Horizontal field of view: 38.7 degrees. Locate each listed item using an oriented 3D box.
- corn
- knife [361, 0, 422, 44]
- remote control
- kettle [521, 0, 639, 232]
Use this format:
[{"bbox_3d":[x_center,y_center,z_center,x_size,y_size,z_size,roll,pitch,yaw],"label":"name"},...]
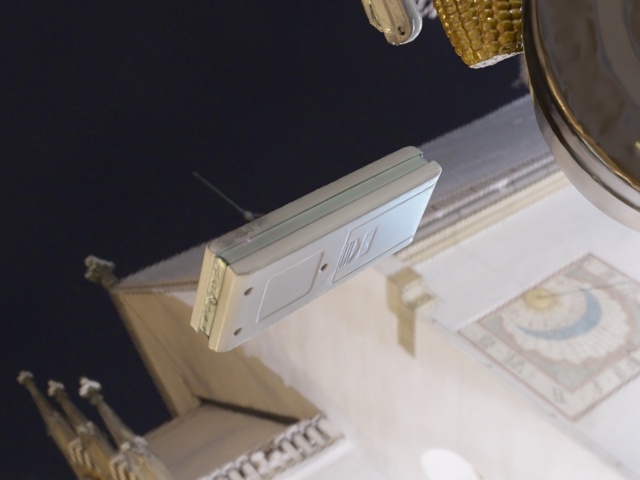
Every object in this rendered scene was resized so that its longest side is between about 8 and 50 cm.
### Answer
[{"bbox_3d":[0.101,-0.242,0.694,0.080,0.080,0.231,-15,-95,-35],"label":"corn"},{"bbox_3d":[0.067,-0.401,1.289,0.040,0.073,0.265,-44,-66,-50],"label":"knife"},{"bbox_3d":[0.000,0.000,0.858,0.277,0.055,0.103,-28,-32,-39],"label":"remote control"},{"bbox_3d":[0.230,-0.141,0.565,0.228,0.320,0.324,-15,-8,11],"label":"kettle"}]
